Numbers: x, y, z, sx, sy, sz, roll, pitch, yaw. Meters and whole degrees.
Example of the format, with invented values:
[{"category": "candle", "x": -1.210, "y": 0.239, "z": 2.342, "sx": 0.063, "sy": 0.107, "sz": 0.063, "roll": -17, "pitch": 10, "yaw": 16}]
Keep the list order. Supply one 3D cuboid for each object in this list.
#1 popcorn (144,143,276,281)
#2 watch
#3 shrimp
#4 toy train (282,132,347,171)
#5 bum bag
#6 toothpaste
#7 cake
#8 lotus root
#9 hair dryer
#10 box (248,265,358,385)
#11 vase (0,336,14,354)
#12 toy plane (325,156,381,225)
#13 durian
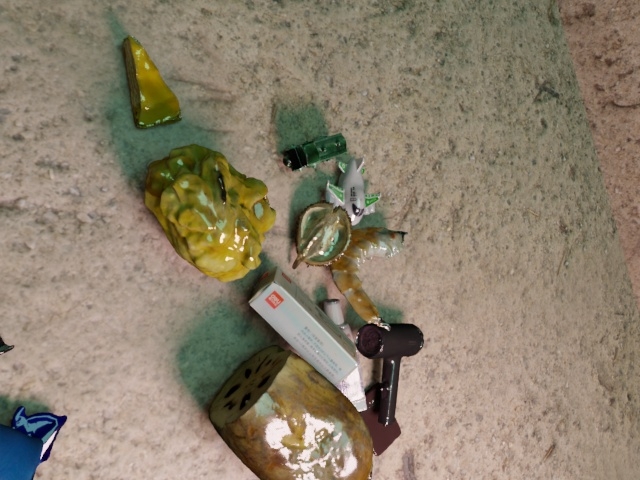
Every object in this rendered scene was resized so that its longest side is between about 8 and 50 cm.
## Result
[{"category": "popcorn", "x": -0.217, "y": -0.055, "z": 1.113, "sx": 0.286, "sy": 0.215, "sz": 0.252, "roll": 65, "pitch": 23, "yaw": -11}, {"category": "watch", "x": -0.503, "y": 0.356, "z": 0.851, "sx": 0.171, "sy": 0.200, "sz": 0.196, "roll": 26, "pitch": 72, "yaw": -26}, {"category": "shrimp", "x": 0.109, "y": 0.066, "z": 1.372, "sx": 0.185, "sy": 0.068, "sz": 0.287, "roll": 17, "pitch": 51, "yaw": -5}, {"category": "toy train", "x": -0.008, "y": -0.215, "z": 1.344, "sx": 0.170, "sy": 0.111, "sz": 0.071, "roll": -24, "pitch": 100, "yaw": -34}, {"category": "bum bag", "x": 0.145, "y": 0.450, "z": 1.401, "sx": 0.109, "sy": 0.026, "sz": 0.159, "roll": -32, "pitch": 102, "yaw": -35}, {"category": "toothpaste", "x": 0.042, "y": 0.280, "z": 1.333, "sx": 0.099, "sy": 0.068, "sz": 0.283, "roll": -8, "pitch": 90, "yaw": 8}, {"category": "cake", "x": -0.339, "y": -0.327, "z": 1.148, "sx": 0.116, "sy": 0.079, "sz": 0.185, "roll": -4, "pitch": 81, "yaw": -33}, {"category": "lotus root", "x": -0.042, "y": 0.395, "z": 1.146, "sx": 0.346, "sy": 0.250, "sz": 0.250, "roll": 44, "pitch": 60, "yaw": -15}, {"category": "hair dryer", "x": 0.171, "y": 0.328, "z": 1.373, "sx": 0.197, "sy": 0.089, "sz": 0.251, "roll": 13, "pitch": 77, "yaw": -51}, {"category": "box", "x": -0.036, "y": 0.183, "z": 1.213, "sx": 0.079, "sy": 0.135, "sz": 0.269, "roll": -43, "pitch": 99, "yaw": 6}, {"category": "vase", "x": -0.568, "y": 0.116, "z": 0.926, "sx": 0.059, "sy": 0.059, "sz": 0.167, "roll": -22, "pitch": 96, "yaw": -36}, {"category": "toy plane", "x": 0.082, "y": -0.123, "z": 1.412, "sx": 0.174, "sy": 0.080, "sz": 0.174, "roll": 4, "pitch": 83, "yaw": -35}, {"category": "durian", "x": 0.000, "y": 0.000, "z": 1.325, "sx": 0.148, "sy": 0.091, "sz": 0.188, "roll": 40, "pitch": 83, "yaw": 15}]
